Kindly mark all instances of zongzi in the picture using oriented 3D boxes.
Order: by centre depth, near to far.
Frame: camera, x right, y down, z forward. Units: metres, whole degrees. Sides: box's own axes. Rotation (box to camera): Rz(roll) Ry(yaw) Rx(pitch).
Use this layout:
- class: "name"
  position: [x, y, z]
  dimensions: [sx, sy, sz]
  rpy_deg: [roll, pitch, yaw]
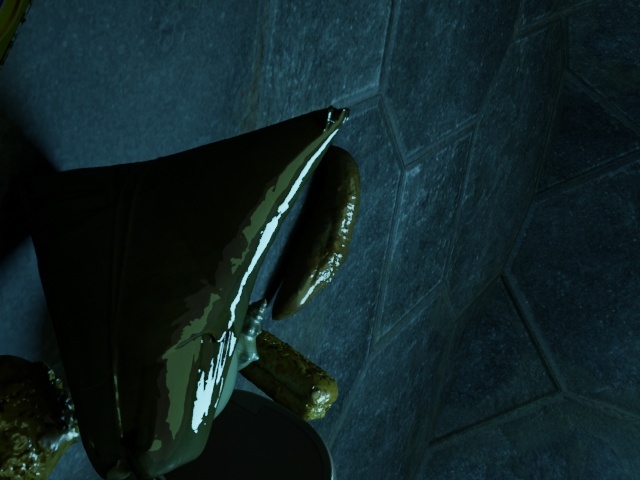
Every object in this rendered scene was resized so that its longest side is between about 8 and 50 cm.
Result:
- class: "zongzi"
  position: [-0.117, 0.106, 1.049]
  dimensions: [0.181, 0.418, 0.447]
  rpy_deg: [-2, 77, -71]

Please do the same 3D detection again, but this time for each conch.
- class: "conch"
  position: [-0.169, 0.173, 1.531]
  dimensions: [0.234, 0.114, 0.137]
  rpy_deg: [-42, 158, 26]

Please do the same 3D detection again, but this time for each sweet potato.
- class: "sweet potato"
  position: [0.003, -0.001, 1.800]
  dimensions: [0.114, 0.092, 0.341]
  rpy_deg: [26, 82, -43]

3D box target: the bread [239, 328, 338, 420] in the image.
- class: "bread"
  position: [-0.070, 0.221, 1.649]
  dimensions: [0.083, 0.211, 0.114]
  rpy_deg: [-61, 159, 7]

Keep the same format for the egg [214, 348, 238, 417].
- class: "egg"
  position: [-0.201, 0.154, 1.319]
  dimensions: [0.183, 0.183, 0.217]
  rpy_deg: [-48, 157, -44]

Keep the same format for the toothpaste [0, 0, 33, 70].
- class: "toothpaste"
  position: [-0.355, -0.152, 0.864]
  dimensions: [0.327, 0.077, 0.110]
  rpy_deg: [-68, 156, -8]

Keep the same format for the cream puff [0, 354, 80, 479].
- class: "cream puff"
  position: [-0.353, 0.222, 1.098]
  dimensions: [0.189, 0.129, 0.189]
  rpy_deg: [-50, 153, -38]

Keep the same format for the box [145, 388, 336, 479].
- class: "box"
  position: [-0.118, 0.412, 1.602]
  dimensions: [0.216, 0.301, 0.301]
  rpy_deg: [75, 39, -67]
